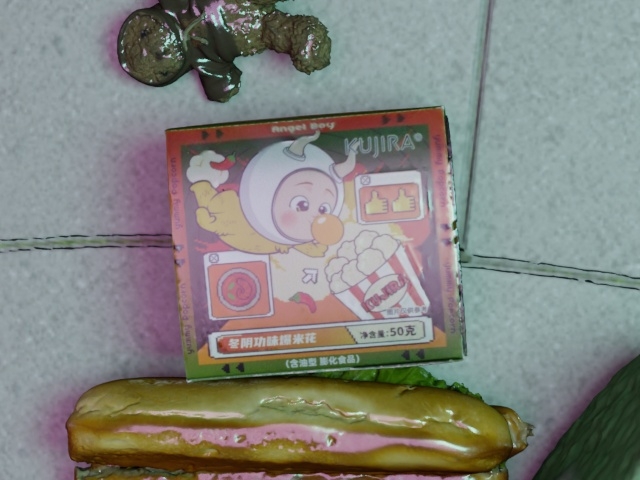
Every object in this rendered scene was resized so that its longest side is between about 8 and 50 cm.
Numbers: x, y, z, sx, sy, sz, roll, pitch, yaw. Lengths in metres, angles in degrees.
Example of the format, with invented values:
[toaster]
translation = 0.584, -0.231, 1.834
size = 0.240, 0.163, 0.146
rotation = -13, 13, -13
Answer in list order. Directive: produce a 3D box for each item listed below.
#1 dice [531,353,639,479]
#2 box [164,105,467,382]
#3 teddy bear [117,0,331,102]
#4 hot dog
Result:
[dice]
translation = 0.277, 0.274, 1.045
size = 0.330, 0.318, 0.322
rotation = 36, 95, 1
[box]
translation = 0.000, 0.000, 1.135
size = 0.195, 0.148, 0.177
rotation = -4, 92, 4
[teddy bear]
translation = -0.071, -0.162, 1.172
size = 0.160, 0.078, 0.119
rotation = -12, 115, 21
[hot dog]
translation = -0.014, 0.152, 1.165
size = 0.337, 0.100, 0.135
rotation = -1, 122, 3
